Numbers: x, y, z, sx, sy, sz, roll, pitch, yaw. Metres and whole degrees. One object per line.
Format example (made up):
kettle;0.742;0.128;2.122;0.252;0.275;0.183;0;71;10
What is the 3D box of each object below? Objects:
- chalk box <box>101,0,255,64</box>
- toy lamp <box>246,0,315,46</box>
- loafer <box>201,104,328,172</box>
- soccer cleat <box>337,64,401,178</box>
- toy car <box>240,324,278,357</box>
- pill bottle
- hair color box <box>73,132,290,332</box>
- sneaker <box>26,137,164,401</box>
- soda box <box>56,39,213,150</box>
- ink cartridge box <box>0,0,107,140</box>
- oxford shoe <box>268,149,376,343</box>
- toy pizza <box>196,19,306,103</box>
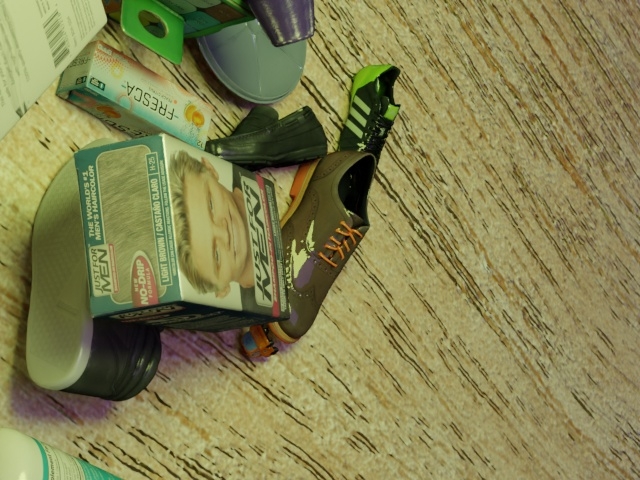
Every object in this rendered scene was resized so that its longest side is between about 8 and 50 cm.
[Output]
chalk box;-0.174;-0.340;1.798;0.180;0.179;0.289;30;64;-41
toy lamp;-0.067;-0.348;1.724;0.080;0.080;0.274;-28;107;-45
loafer;-0.076;-0.125;1.943;0.223;0.076;0.078;-13;88;-52
soccer cleat;0.067;-0.152;2.095;0.060;0.072;0.179;23;67;-42
toy car;-0.095;0.091;1.925;0.040;0.060;0.122;-28;87;-2
pill bottle;-0.289;0.279;1.595;0.264;0.146;0.146;33;61;-38
hair color box;-0.140;0.002;1.717;0.347;0.105;0.173;18;64;-72
sneaker;-0.236;0.042;1.736;0.147;0.105;0.295;40;48;-53
soda box;-0.210;-0.159;1.815;0.183;0.058;0.063;29;64;-39
ink cartridge box;-0.350;-0.222;1.585;0.273;0.115;0.198;-56;149;-36
oxford shoe;0.000;0.000;1.978;0.097;0.098;0.271;35;59;-38
toy pizza;-0.094;-0.265;1.970;0.201;0.032;0.201;18;65;-44
